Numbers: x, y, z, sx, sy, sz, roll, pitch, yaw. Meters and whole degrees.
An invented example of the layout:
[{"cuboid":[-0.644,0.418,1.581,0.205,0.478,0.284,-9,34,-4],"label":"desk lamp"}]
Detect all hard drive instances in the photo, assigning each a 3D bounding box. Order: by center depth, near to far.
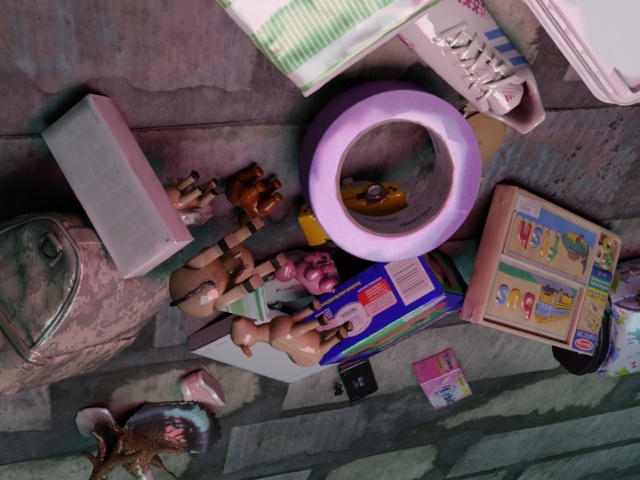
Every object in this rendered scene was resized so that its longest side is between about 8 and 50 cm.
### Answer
[{"cuboid":[-0.095,0.223,1.718,0.203,0.040,0.307,-28,145,29],"label":"hard drive"}]

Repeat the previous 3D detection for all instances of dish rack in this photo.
[{"cuboid":[0.453,-0.357,1.135,0.285,0.072,0.333,-36,119,21],"label":"dish rack"}]

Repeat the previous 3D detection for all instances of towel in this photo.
[{"cuboid":[-0.021,-0.349,1.009,0.248,0.038,0.325,-32,131,17],"label":"towel"},{"cuboid":[-0.171,0.095,1.507,0.152,0.023,0.113,13,142,13],"label":"towel"}]

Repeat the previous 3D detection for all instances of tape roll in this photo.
[{"cuboid":[0.107,-0.108,1.276,0.275,0.090,0.274,-4,113,-10],"label":"tape roll"}]

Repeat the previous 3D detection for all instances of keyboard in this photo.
[{"cuboid":[0.079,0.345,1.993,0.108,0.023,0.180,-24,143,-4],"label":"keyboard"}]

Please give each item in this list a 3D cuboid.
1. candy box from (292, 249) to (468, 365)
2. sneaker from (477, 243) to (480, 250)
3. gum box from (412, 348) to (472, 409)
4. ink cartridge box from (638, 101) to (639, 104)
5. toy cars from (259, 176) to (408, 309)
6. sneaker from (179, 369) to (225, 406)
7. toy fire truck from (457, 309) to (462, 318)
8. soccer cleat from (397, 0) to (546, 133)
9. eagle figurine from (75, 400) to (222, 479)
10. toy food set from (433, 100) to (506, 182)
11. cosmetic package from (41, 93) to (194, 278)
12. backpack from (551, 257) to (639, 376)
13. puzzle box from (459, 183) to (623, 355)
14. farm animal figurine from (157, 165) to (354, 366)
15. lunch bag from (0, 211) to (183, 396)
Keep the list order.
[{"cuboid":[0.133,0.127,1.574,0.268,0.122,0.317,-32,166,15],"label":"candy box"},{"cuboid":[0.429,0.064,1.725,0.132,0.086,0.228,-30,131,4],"label":"sneaker"},{"cuboid":[0.314,0.358,2.079,0.107,0.062,0.188,-24,143,6],"label":"gum box"},{"cuboid":[0.617,-0.291,1.349,0.207,0.117,0.283,-38,139,23],"label":"ink cartridge box"},{"cuboid":[0.000,0.000,1.473,0.176,0.087,0.393,22,132,-26],"label":"toy cars"},{"cuboid":[-0.264,0.334,1.801,0.070,0.051,0.134,-24,140,8],"label":"sneaker"},{"cuboid":[0.405,0.136,1.854,0.192,0.047,0.135,-27,141,8],"label":"toy fire truck"},{"cuboid":[0.228,-0.265,1.186,0.116,0.143,0.331,-40,138,25],"label":"soccer cleat"},{"cuboid":[-0.398,0.471,1.839,0.226,0.225,0.298,11,-171,25],"label":"eagle figurine"},{"cuboid":[0.259,-0.178,1.408,0.132,0.038,0.192,-7,137,-28],"label":"toy food set"},{"cuboid":[-0.279,-0.075,1.126,0.099,0.239,0.060,-33,172,20],"label":"cosmetic package"},{"cuboid":[0.759,0.172,1.917,0.356,0.273,0.290,-18,128,-23],"label":"backpack"},{"cuboid":[0.458,0.071,1.651,0.409,0.052,0.272,17,88,-40],"label":"puzzle box"},{"cuboid":[-0.125,0.061,1.281,0.172,0.330,0.327,-31,167,25],"label":"farm animal figurine"},{"cuboid":[-0.369,0.065,1.224,0.256,0.212,0.305,-38,168,17],"label":"lunch bag"}]
